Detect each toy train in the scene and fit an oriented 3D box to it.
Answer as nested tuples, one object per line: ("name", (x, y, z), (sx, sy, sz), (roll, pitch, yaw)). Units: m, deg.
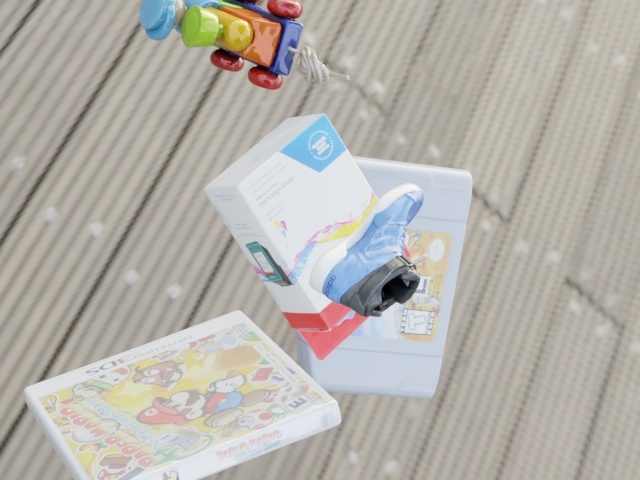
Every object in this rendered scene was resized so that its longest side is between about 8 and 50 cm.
("toy train", (-0.090, -0.229, 2.000), (0.143, 0.248, 0.105), (7, 104, -36))

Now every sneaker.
("sneaker", (0.068, 0.014, 1.659), (0.084, 0.058, 0.152), (33, 54, 23))

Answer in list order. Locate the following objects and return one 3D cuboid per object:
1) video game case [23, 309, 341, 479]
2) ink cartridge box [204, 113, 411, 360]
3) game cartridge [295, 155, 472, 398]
("video game case", (-0.119, 0.135, 1.468), (0.206, 0.227, 0.026), (-20, 114, -17))
("ink cartridge box", (0.000, 0.000, 1.856), (0.134, 0.078, 0.231), (-42, 110, -26))
("game cartridge", (0.072, 0.048, 2.217), (0.198, 0.062, 0.297), (5, 100, -27))
